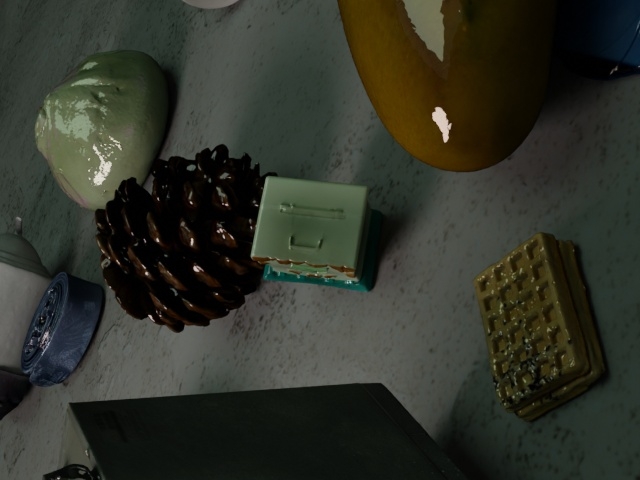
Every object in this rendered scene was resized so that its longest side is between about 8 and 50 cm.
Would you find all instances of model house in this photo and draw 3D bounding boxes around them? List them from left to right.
[{"bbox_3d":[0.000,0.000,1.242,0.127,0.149,0.100,7,76,13],"label":"model house"}]

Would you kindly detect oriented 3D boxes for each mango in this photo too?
[{"bbox_3d":[0.124,-0.271,1.081,0.300,0.232,0.445,103,161,-67],"label":"mango"}]

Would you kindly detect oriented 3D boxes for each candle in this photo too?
[{"bbox_3d":[-0.588,0.131,1.948,0.221,0.221,0.342,4,72,56],"label":"candle"}]

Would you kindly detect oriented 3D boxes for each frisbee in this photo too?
[{"bbox_3d":[0.295,-0.268,1.031,0.242,0.045,0.242,-34,45,44],"label":"frisbee"}]

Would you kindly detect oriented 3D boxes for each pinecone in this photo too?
[{"bbox_3d":[-0.169,-0.001,1.407,0.272,0.224,0.224,-35,45,25],"label":"pinecone"}]

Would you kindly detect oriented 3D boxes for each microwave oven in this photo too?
[{"bbox_3d":[-0.013,0.324,0.825,0.432,0.374,0.236,45,127,53],"label":"microwave oven"}]

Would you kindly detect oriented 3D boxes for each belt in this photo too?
[{"bbox_3d":[-0.440,0.150,1.838,0.190,0.082,0.141,-63,28,8],"label":"belt"}]

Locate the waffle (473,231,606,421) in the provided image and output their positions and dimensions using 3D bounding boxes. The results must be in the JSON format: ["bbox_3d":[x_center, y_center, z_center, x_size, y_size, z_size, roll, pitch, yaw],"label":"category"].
[{"bbox_3d":[0.194,0.076,0.986,0.102,0.042,0.148,-38,44,39],"label":"waffle"}]

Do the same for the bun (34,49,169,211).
[{"bbox_3d":[-0.391,-0.199,1.868,0.293,0.187,0.293,-35,43,41],"label":"bun"}]

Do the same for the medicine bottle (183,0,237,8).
[{"bbox_3d":[-0.183,-0.508,1.773,0.143,0.143,0.258,-41,43,37],"label":"medicine bottle"}]
